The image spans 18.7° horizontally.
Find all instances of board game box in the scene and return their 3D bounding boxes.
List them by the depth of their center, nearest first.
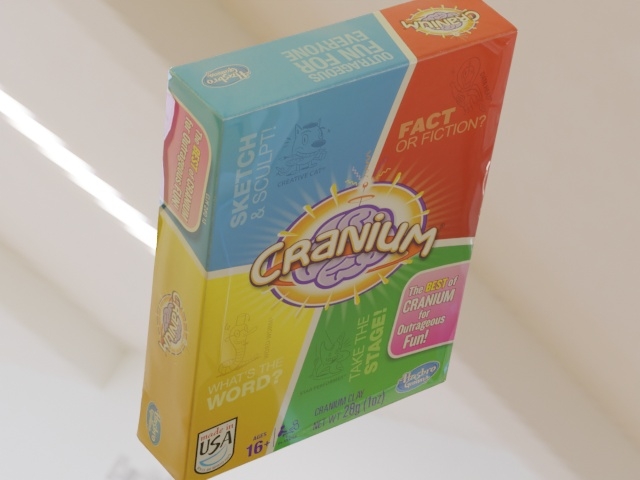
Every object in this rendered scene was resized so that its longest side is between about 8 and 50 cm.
[{"bbox_3d":[0.000,0.000,1.330,0.064,0.242,0.316,43,-40,37],"label":"board game box"}]
